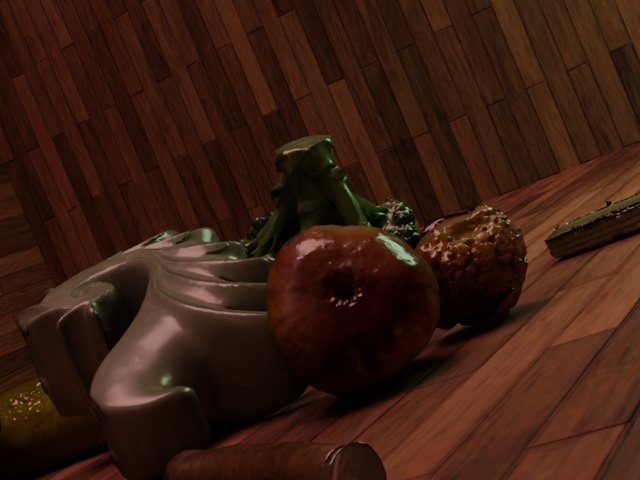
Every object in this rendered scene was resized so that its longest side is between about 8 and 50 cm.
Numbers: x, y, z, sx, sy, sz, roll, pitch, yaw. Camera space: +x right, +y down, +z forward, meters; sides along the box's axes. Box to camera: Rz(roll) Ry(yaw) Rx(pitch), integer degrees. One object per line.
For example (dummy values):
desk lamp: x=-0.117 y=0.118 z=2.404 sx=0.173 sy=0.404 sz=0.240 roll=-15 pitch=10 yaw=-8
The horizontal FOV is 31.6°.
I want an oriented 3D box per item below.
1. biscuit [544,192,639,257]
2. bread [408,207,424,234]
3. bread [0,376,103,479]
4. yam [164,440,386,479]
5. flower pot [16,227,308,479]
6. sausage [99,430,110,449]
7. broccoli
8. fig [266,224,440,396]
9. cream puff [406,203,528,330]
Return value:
biscuit: x=0.376 y=-0.034 z=1.357 sx=0.199 sy=0.040 sz=0.121 roll=-24 pitch=3 yaw=28
bread: x=0.081 y=0.034 z=1.774 sx=0.198 sy=0.120 sz=0.236 roll=-24 pitch=0 yaw=37
bread: x=-0.334 y=0.223 z=1.453 sx=0.383 sy=0.112 sz=0.166 roll=-22 pitch=1 yaw=18
yam: x=-0.040 y=0.156 z=0.746 sx=0.046 sy=0.046 sz=0.264 roll=-24 pitch=2 yaw=-30
flower pot: x=-0.156 y=0.112 z=1.206 sx=0.254 sy=0.164 sz=0.367 roll=-25 pitch=22 yaw=-24
sausage: x=-0.189 y=0.209 z=1.298 sx=0.147 sy=0.035 sz=0.030 roll=-20 pitch=36 yaw=21
broccoli: x=0.000 y=0.000 z=1.440 sx=0.270 sy=0.270 sz=0.270 roll=-12 pitch=22 yaw=5
fig: x=0.030 y=0.064 z=1.076 sx=0.159 sy=0.159 sz=0.257 roll=-23 pitch=-5 yaw=3
cream puff: x=0.146 y=0.031 z=1.115 sx=0.133 sy=0.119 sz=0.104 roll=-38 pitch=23 yaw=9
